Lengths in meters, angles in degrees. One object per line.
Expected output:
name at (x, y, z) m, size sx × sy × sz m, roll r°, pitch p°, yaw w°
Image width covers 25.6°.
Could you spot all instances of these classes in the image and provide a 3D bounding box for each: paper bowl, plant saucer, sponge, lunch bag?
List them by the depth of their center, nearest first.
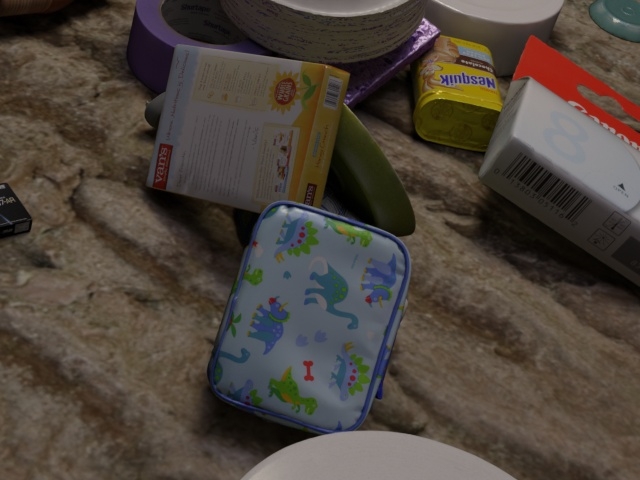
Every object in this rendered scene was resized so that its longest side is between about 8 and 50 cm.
lunch bag at (-0.008, 0.082, 1.420) m, size 0.176 × 0.090 × 0.219 m, roll 17°, pitch 84°, yaw -3°
plant saucer at (0.019, -0.092, 1.631) m, size 0.037 × 0.241 × 0.241 m, roll -37°, pitch 60°, yaw -12°
paper bowl at (0.009, -0.374, 1.828) m, size 0.284 × 0.148 × 0.284 m, roll 5°, pitch 52°, yaw -6°
sponge at (0.049, -0.256, 1.893) m, size 0.210 × 0.031 × 0.117 m, roll -40°, pitch 75°, yaw -23°
plant saucer at (0.492, -0.362, 2.269) m, size 0.119 × 0.021 × 0.119 m, roll 11°, pitch 40°, yaw -9°

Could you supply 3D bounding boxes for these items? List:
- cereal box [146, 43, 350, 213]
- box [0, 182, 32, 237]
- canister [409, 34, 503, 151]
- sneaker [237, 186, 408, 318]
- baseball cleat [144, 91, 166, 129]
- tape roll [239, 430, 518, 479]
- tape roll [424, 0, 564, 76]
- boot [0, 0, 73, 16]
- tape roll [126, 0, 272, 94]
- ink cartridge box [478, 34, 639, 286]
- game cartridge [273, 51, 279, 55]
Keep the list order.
cereal box at (-0.086, -0.122, 1.574) m, size 0.240 × 0.173 × 0.047 m, roll 15°, pitch 3°, yaw 41°
box at (-0.367, -0.029, 1.542) m, size 0.083 × 0.018 × 0.067 m, roll -15°, pitch 50°, yaw -34°
canister at (0.185, -0.205, 1.925) m, size 0.126 × 0.073 × 0.170 m, roll 11°, pitch 38°, yaw -11°
sneaker at (0.000, 0.000, 1.609) m, size 0.131 × 0.112 × 0.296 m, roll 11°, pitch 40°, yaw -35°
baseball cleat at (-0.110, -0.149, 1.745) m, size 0.206 × 0.072 × 0.109 m, roll -11°, pitch 54°, yaw -26°
tape roll at (0.078, 0.336, 1.255) m, size 0.392 × 0.072 × 0.392 m, roll 11°, pitch 39°, yaw -9°
tape roll at (0.217, -0.367, 2.105) m, size 0.286 × 0.100 × 0.286 m, roll 11°, pitch 39°, yaw -9°
boot at (-0.419, -0.398, 1.885) m, size 0.283 × 0.109 × 0.220 m, roll 33°, pitch 36°, yaw 27°
tape roll at (-0.156, -0.262, 1.849) m, size 0.189 × 0.080 × 0.189 m, roll 11°, pitch 41°, yaw -9°
ink cartridge box at (0.386, -0.124, 1.845) m, size 0.308 × 0.091 × 0.385 m, roll 32°, pitch 40°, yaw -5°
game cartridge at (-0.009, -0.428, 2.007) m, size 0.230 × 0.068 × 0.355 m, roll 35°, pitch 70°, yaw 24°
